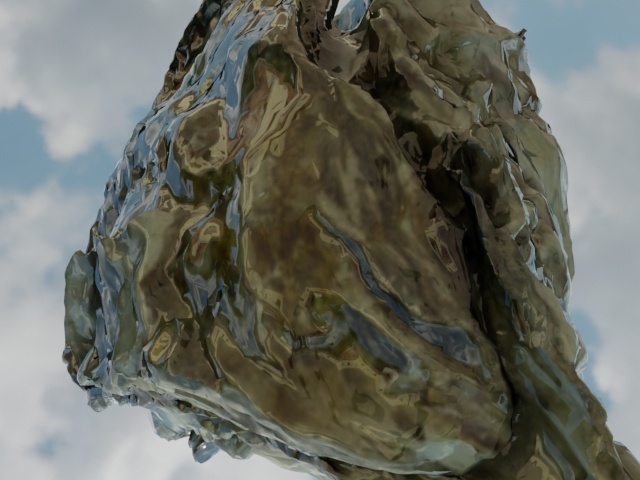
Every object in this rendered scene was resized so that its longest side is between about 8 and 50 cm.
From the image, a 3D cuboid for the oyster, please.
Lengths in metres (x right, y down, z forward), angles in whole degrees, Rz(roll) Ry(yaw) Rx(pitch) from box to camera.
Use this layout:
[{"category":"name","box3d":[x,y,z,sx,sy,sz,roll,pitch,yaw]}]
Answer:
[{"category":"oyster","box3d":[0.002,-0.002,0.507,0.158,0.162,0.351,-1,-162,-18]}]
